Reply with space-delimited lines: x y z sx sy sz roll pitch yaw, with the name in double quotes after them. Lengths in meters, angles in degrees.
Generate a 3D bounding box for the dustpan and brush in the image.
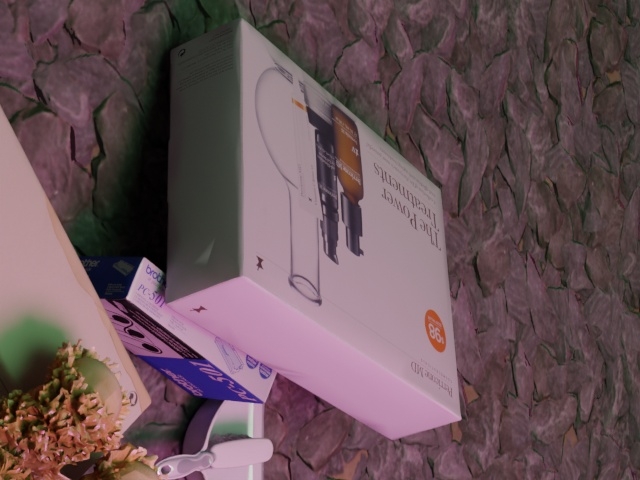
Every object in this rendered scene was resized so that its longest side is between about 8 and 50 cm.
-0.103 0.209 1.435 0.211 0.060 0.147 0 90 -50 "dustpan and brush"

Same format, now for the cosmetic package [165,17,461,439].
0.000 0.000 1.457 0.377 0.097 0.284 36 45 -46 "cosmetic package"

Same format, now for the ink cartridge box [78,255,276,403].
-0.138 0.083 1.364 0.207 0.097 0.046 43 59 -42 "ink cartridge box"

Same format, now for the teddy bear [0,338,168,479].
-0.255 0.207 1.039 0.338 0.113 0.245 -47 123 -26 "teddy bear"

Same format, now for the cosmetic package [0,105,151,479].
-0.275 0.034 1.152 0.113 0.160 0.309 -46 125 -41 "cosmetic package"
